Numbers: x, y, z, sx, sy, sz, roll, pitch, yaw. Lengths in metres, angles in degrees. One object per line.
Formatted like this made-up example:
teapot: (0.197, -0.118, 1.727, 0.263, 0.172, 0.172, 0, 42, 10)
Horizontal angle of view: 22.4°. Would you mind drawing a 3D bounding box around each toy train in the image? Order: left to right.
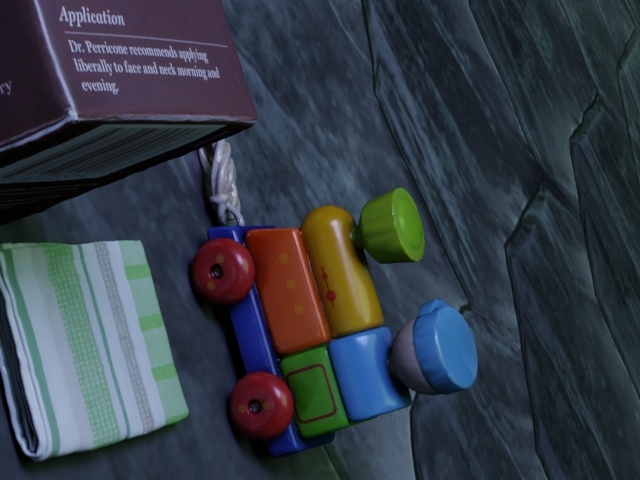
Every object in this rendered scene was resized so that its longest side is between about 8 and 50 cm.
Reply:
toy train: (0.000, 0.000, 1.018, 0.105, 0.143, 0.248, -1, 74, -65)

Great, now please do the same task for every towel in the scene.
towel: (-0.127, 0.056, 0.871, 0.152, 0.023, 0.113, -2, 77, -67)

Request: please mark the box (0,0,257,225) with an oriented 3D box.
box: (-0.161, -0.121, 0.747, 0.168, 0.167, 0.203, -7, 79, -64)
